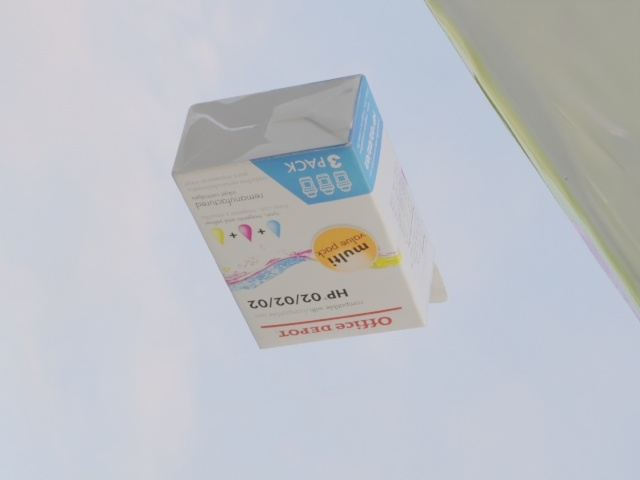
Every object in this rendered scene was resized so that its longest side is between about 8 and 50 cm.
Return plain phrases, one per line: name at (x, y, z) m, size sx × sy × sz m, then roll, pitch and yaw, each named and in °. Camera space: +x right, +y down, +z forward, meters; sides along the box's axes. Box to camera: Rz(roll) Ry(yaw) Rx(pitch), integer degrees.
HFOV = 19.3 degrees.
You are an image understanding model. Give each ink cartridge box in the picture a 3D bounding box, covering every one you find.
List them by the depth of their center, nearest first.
ink cartridge box at (0.000, 0.000, 1.058) m, size 0.104 × 0.061 × 0.181 m, roll -9°, pitch -47°, yaw 18°

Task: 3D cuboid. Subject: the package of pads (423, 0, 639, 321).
package of pads at (0.167, -0.076, 0.578) m, size 0.229 × 0.101 × 0.296 m, roll -37°, pitch -104°, yaw 18°
